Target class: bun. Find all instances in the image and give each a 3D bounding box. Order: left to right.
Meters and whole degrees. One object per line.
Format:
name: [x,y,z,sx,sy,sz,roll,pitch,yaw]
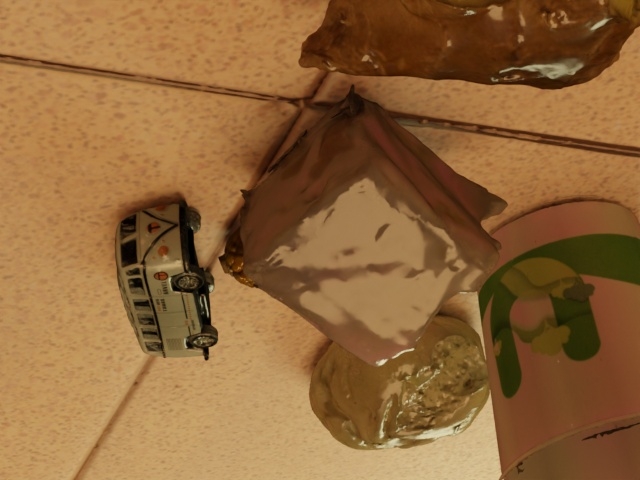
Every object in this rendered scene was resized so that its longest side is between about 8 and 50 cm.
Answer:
bun: [0.097,0.178,1.650,0.210,0.116,0.237,-3,148,-14]

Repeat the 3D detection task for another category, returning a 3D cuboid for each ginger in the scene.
ginger: [0.118,-0.182,1.110,0.270,0.123,0.219,-1,166,19]

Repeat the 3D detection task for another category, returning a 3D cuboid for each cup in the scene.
cup: [0.280,0.119,1.471,0.253,0.274,0.253,-7,149,-4]

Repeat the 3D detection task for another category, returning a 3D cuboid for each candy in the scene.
candy: [0.043,-0.011,1.268,0.185,0.137,0.195,-41,118,20]

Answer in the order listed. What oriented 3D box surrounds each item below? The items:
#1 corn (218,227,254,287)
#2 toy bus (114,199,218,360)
corn: [0.000,0.000,1.392,0.207,0.068,0.068,-14,147,6]
toy bus: [-0.152,0.041,1.397,0.089,0.087,0.194,-6,146,-1]
